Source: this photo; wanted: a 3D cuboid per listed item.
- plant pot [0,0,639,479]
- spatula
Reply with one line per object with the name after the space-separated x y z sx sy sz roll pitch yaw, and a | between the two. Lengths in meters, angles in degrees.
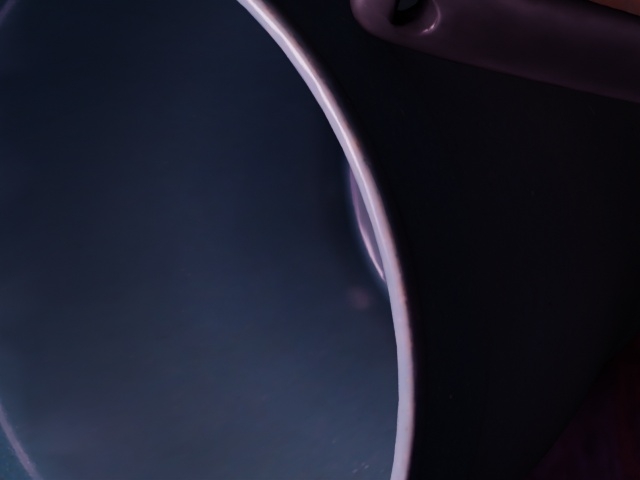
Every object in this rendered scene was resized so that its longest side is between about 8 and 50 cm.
0.000 0.000 0.670 0.271 0.255 0.272 12 109 37 | plant pot
0.148 -0.040 0.550 0.296 0.030 0.084 15 122 -12 | spatula
